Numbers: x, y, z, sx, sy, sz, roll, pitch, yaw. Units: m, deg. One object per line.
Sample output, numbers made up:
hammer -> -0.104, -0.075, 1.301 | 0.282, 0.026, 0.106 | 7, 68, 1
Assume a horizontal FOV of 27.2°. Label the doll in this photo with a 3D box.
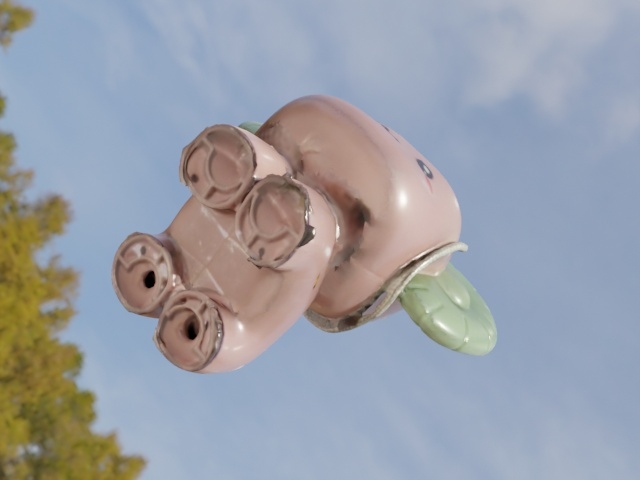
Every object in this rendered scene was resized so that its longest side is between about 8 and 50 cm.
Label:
doll -> 0.000, 0.000, 1.052 | 0.216, 0.268, 0.284 | -51, -122, 16
